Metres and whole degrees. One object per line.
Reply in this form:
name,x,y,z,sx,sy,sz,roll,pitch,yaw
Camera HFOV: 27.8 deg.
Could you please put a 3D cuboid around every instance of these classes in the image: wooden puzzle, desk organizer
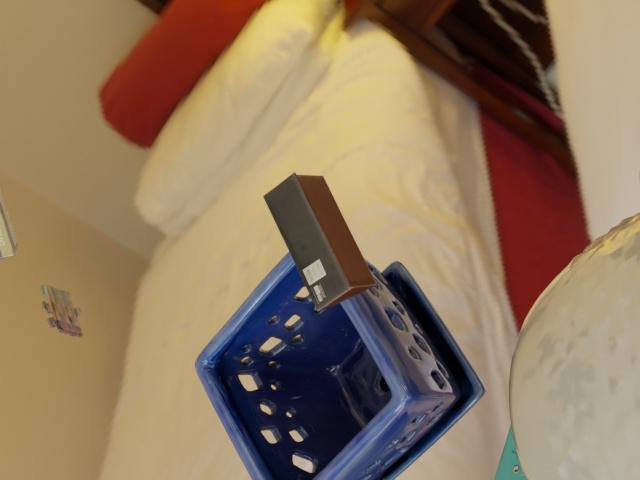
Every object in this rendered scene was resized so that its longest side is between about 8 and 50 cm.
wooden puzzle,-0.255,0.070,1.277,0.006,0.049,0.083,-26,-18,10
desk organizer,0.000,0.000,1.272,0.047,0.050,0.130,-36,71,31

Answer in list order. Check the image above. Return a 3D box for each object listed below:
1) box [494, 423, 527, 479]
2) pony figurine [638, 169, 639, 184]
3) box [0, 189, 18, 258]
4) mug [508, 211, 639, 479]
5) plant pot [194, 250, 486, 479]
box,0.204,0.305,1.256,0.060,0.100,0.244,9,80,55
pony figurine,0.505,-0.086,1.449,0.351,0.303,0.363,83,-159,-65
box,-0.432,-0.023,1.297,0.225,0.136,0.036,-14,20,-2
mug,0.321,0.088,0.773,0.328,0.374,0.276,-16,72,45
plant pot,0.034,0.158,1.486,0.236,0.212,0.236,-48,59,25
